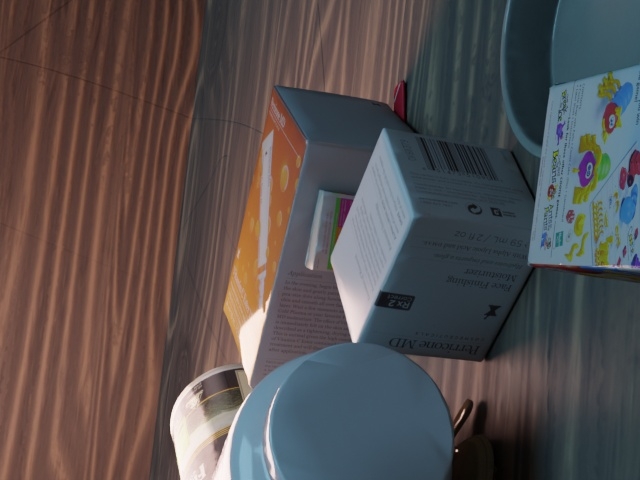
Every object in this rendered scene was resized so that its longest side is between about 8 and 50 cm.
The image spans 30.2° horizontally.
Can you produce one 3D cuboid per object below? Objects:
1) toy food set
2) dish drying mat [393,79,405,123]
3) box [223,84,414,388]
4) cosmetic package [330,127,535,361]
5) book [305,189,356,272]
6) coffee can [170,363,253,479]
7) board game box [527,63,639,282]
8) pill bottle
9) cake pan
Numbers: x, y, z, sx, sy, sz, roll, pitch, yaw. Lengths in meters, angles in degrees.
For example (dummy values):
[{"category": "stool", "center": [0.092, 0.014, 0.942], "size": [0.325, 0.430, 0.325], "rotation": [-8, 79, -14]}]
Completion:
[{"category": "toy food set", "center": [0.153, 0.263, 1.213], "size": [0.192, 0.038, 0.132], "rotation": [-89, 21, -57]}, {"category": "dish drying mat", "center": [0.106, -0.171, 1.587], "size": [0.032, 0.008, 0.083], "rotation": [141, 135, -63]}, {"category": "box", "center": [0.000, 0.000, 1.562], "size": [0.215, 0.168, 0.345], "rotation": [-118, 39, -61]}, {"category": "cosmetic package", "center": [0.117, 0.007, 1.236], "size": [0.151, 0.151, 0.184], "rotation": [-104, 27, -49]}, {"category": "book", "center": [0.061, -0.004, 1.425], "size": [0.035, 0.144, 0.096], "rotation": [-157, 77, -72]}, {"category": "coffee can", "center": [-0.099, 0.331, 1.682], "size": [0.275, 0.201, 0.202], "rotation": [-116, 38, -61]}, {"category": "board game box", "center": [0.272, -0.040, 0.790], "size": [0.275, 0.142, 0.144], "rotation": [-179, 97, -73]}, {"category": "pill bottle", "center": [0.006, 0.251, 1.248], "size": [0.408, 0.229, 0.229], "rotation": [112, 160, -65]}, {"category": "cake pan", "center": [0.253, -0.213, 1.073], "size": [0.293, 0.054, 0.293], "rotation": [-171, 90, -73]}]
